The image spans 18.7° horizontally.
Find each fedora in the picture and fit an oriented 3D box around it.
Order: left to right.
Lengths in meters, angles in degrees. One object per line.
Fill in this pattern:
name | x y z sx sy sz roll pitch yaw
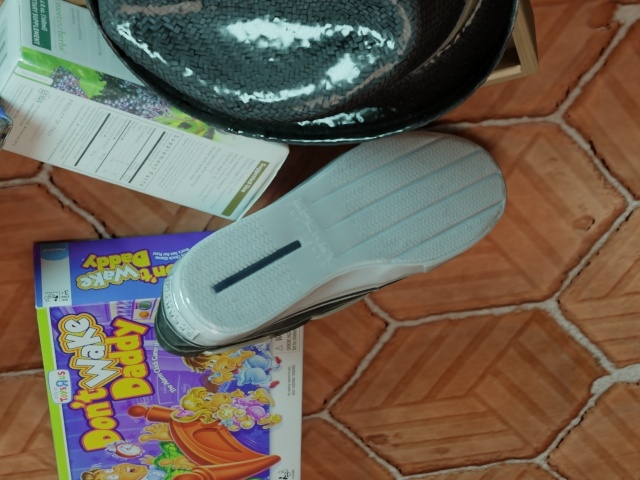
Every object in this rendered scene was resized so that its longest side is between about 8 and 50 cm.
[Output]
fedora | -0.032 -0.179 1.349 0.334 0.152 0.334 6 118 12

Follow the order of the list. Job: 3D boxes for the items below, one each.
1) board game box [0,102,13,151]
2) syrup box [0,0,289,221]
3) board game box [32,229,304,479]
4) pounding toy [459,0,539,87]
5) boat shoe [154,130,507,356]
board game box | -0.406 -0.026 1.463 0.232 0.141 0.291 -5 139 -42
syrup box | -0.149 -0.106 1.531 0.237 0.093 0.096 17 131 -26
board game box | -0.136 0.138 1.808 0.233 0.078 0.347 -5 138 -5
pounding toy | 0.118 -0.217 1.454 0.206 0.094 0.181 -13 128 12
boat shoe | 0.000 0.000 1.620 0.335 0.121 0.119 -21 174 -28
